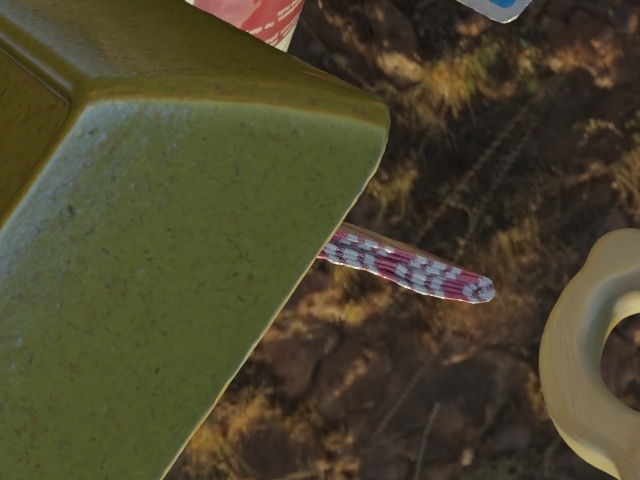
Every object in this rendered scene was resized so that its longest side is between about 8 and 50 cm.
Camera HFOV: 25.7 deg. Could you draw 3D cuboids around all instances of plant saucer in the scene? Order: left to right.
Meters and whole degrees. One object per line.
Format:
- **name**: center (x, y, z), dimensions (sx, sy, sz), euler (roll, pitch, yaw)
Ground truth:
- **plant saucer**: center (-0.167, 0.023, 0.571), dimensions (0.081, 0.332, 0.333), euler (34, 91, -36)

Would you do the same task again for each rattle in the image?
- **rattle**: center (0.155, 0.099, 0.601), dimensions (0.130, 0.200, 0.143), euler (5, 145, 10)

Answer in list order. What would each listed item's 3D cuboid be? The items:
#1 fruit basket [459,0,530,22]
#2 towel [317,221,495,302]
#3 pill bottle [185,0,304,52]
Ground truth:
- **fruit basket**: center (0.096, -0.317, 0.870), dimensions (0.327, 0.353, 0.165), euler (-46, 135, -8)
- **towel**: center (0.000, 0.000, 0.922), dimensions (0.197, 0.144, 0.029), euler (17, 94, -26)
- **pill bottle**: center (-0.122, -0.228, 1.205), dimensions (0.224, 0.224, 0.392), euler (9, 143, -12)
